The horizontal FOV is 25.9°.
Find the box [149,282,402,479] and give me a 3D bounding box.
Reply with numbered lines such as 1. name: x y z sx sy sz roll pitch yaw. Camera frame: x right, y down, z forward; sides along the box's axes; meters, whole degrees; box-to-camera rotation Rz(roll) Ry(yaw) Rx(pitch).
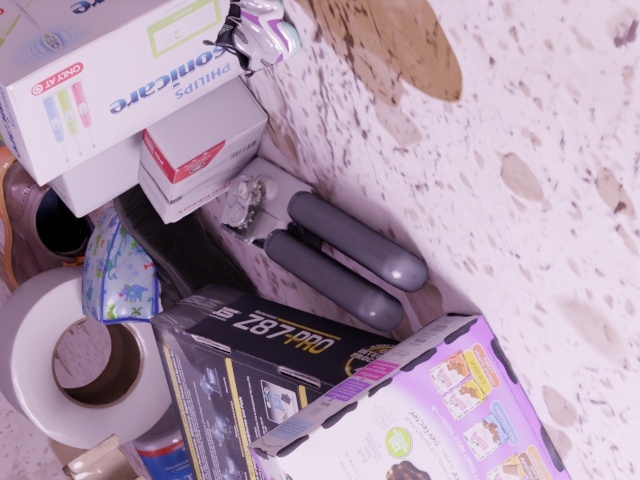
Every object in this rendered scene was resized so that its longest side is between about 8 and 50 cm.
1. box: 0.006 0.259 1.311 0.318 0.097 0.395 13 124 44

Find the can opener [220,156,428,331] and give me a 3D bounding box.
1. can opener: 0.000 0.000 1.183 0.093 0.074 0.280 28 -178 -35

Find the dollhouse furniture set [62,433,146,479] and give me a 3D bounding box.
1. dollhouse furniture set: -0.188 0.412 1.769 0.362 0.394 0.256 57 162 3

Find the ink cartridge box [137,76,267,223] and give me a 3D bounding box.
1. ink cartridge box: -0.109 -0.081 1.251 0.056 0.099 0.135 54 160 10

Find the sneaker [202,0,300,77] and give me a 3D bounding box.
1. sneaker: -0.062 -0.169 1.041 0.098 0.069 0.038 63 160 -15

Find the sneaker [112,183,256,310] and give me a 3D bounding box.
1. sneaker: -0.168 0.012 1.567 0.227 0.087 0.130 52 155 1

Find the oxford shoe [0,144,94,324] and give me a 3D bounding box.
1. oxford shoe: -0.405 0.019 2.123 0.133 0.130 0.363 35 152 36

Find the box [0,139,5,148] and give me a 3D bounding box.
1. box: -0.526 -0.153 2.204 0.102 0.087 0.101 46 158 30

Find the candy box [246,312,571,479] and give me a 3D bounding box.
1. candy box: 0.070 0.174 1.053 0.165 0.196 0.070 62 161 -10

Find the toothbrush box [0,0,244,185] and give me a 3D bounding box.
1. toothbrush box: -0.230 -0.211 1.186 0.283 0.206 0.122 47 158 32

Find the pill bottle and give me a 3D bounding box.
1. pill bottle: -0.183 0.359 2.098 0.124 0.124 0.221 17 137 63

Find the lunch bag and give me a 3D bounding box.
1. lunch bag: -0.260 0.030 1.822 0.129 0.096 0.151 -177 86 -67

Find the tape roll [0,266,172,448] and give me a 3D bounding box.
1. tape roll: -0.336 0.163 1.983 0.246 0.246 0.169 62 160 -14

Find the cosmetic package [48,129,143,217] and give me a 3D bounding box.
1. cosmetic package: -0.225 -0.155 1.343 0.151 0.151 0.184 47 159 32
